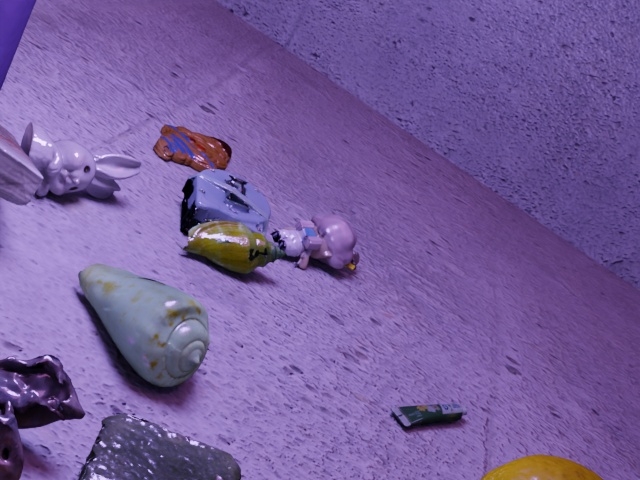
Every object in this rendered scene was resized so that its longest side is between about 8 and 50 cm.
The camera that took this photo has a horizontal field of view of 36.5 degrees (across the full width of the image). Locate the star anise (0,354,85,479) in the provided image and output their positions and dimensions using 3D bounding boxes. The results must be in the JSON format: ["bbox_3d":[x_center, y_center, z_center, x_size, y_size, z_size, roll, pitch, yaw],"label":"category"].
[{"bbox_3d":[-0.406,0.173,1.117,0.258,0.110,0.198,25,22,-2],"label":"star anise"}]

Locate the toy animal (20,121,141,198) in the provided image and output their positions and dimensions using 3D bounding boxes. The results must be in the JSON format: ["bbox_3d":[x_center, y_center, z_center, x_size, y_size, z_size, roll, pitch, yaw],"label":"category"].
[{"bbox_3d":[-0.425,-0.120,1.729,0.221,0.103,0.131,18,24,-32],"label":"toy animal"}]

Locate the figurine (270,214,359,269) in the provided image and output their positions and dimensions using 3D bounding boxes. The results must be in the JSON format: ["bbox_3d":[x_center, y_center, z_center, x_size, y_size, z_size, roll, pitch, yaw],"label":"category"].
[{"bbox_3d":[0.000,0.000,2.074,0.229,0.112,0.137,1,42,-38],"label":"figurine"}]

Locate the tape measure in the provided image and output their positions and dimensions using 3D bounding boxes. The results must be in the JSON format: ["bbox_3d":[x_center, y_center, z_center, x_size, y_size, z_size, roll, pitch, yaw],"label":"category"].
[{"bbox_3d":[-0.190,-0.065,1.944,0.182,0.107,0.181,19,32,-27],"label":"tape measure"}]

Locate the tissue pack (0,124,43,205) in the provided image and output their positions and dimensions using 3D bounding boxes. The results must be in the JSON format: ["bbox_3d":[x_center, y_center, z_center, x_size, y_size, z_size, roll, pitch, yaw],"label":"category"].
[{"bbox_3d":[-0.544,-0.158,1.530,0.170,0.071,0.325,36,0,-30],"label":"tissue pack"}]

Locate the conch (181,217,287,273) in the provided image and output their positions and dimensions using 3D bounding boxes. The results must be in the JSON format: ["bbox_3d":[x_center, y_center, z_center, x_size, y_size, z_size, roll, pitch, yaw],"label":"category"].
[{"bbox_3d":[-0.161,0.011,1.837,0.201,0.079,0.095,25,54,-23],"label":"conch"}]

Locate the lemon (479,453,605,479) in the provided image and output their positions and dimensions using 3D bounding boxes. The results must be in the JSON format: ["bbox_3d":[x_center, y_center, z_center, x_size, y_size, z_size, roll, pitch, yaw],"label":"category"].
[{"bbox_3d":[0.333,0.438,1.391,0.310,0.253,0.253,21,24,-37],"label":"lemon"}]

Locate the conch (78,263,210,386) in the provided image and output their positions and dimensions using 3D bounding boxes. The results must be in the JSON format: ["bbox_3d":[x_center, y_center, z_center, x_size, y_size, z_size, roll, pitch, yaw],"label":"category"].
[{"bbox_3d":[-0.254,0.121,1.463,0.143,0.137,0.251,-16,27,-30],"label":"conch"}]

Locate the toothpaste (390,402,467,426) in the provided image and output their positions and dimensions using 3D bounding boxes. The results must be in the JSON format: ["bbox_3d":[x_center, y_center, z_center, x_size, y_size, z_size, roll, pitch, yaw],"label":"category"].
[{"bbox_3d":[0.206,0.316,1.773,0.204,0.031,0.049,6,32,-46],"label":"toothpaste"}]

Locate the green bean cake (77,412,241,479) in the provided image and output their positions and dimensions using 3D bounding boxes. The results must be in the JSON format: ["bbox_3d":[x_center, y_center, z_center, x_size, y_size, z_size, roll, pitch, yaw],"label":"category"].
[{"bbox_3d":[-0.198,0.304,1.142,0.185,0.094,0.183,29,22,-10],"label":"green bean cake"}]

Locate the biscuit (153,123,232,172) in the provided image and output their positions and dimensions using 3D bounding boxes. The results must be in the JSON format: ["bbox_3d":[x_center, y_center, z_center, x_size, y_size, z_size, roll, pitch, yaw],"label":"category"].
[{"bbox_3d":[-0.283,-0.209,2.227,0.183,0.043,0.280,43,26,17],"label":"biscuit"}]

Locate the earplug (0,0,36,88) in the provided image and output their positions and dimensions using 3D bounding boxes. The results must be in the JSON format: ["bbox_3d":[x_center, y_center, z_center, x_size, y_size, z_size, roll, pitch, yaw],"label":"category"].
[{"bbox_3d":[-0.591,-0.418,1.665,0.215,0.456,0.215,29,24,-14],"label":"earplug"}]
